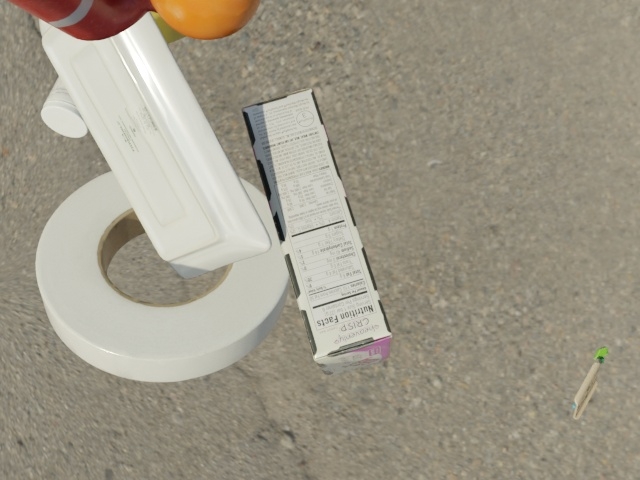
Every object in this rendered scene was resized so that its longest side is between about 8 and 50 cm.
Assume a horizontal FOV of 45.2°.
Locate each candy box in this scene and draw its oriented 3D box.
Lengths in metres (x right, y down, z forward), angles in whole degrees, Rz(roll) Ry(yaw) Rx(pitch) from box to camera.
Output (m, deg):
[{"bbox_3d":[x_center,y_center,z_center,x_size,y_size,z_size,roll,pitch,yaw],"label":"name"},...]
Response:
[{"bbox_3d":[0.000,0.000,0.715,0.071,0.159,0.233,-16,75,0],"label":"candy box"}]

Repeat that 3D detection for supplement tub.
[{"bbox_3d":[-0.349,-0.210,1.107,0.071,0.071,0.107,26,59,-21],"label":"supplement tub"}]

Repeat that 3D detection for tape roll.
[{"bbox_3d":[-0.237,0.033,1.199,0.392,0.072,0.392,4,50,-5],"label":"tape roll"}]

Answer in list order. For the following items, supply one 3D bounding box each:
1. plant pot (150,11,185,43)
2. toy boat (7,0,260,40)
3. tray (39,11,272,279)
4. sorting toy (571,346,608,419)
[{"bbox_3d":[-0.229,-0.322,1.072,0.081,0.081,0.083,40,56,7],"label":"plant pot"},{"bbox_3d":[-0.093,-0.162,0.392,0.151,0.231,0.151,40,96,5],"label":"toy boat"},{"bbox_3d":[-0.151,-0.091,0.644,0.030,0.145,0.270,-35,101,-42],"label":"tray"},{"bbox_3d":[0.316,0.165,0.904,0.083,0.012,0.062,-54,149,-18],"label":"sorting toy"}]
